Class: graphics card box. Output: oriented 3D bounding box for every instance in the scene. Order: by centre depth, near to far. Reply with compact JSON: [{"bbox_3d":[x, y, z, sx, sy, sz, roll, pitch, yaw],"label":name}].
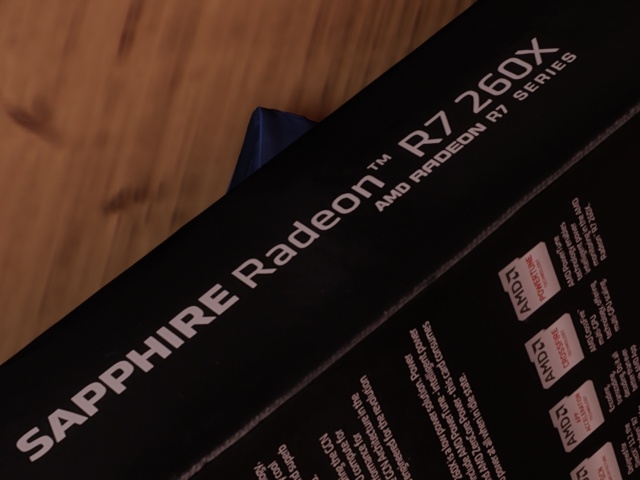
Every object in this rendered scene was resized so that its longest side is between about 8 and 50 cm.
[{"bbox_3d":[0.034,0.076,0.625,0.371,0.094,0.233,-38,131,-17],"label":"graphics card box"}]

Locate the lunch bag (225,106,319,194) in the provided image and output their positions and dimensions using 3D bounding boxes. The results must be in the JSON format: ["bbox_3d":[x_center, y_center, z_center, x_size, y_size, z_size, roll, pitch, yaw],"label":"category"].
[{"bbox_3d":[0.000,0.000,0.697,0.065,0.098,0.067,13,125,-10],"label":"lunch bag"}]
